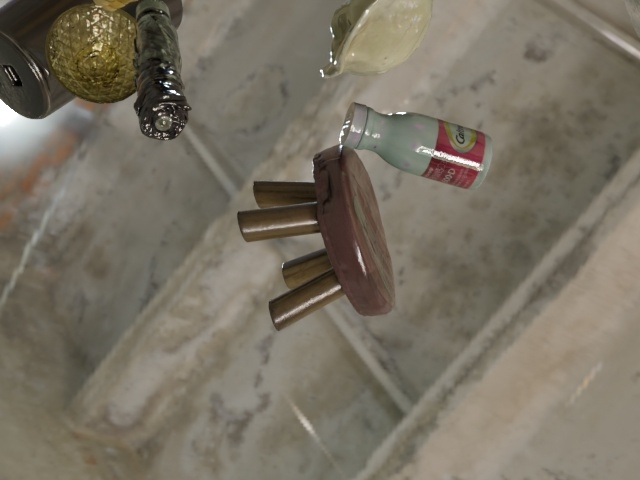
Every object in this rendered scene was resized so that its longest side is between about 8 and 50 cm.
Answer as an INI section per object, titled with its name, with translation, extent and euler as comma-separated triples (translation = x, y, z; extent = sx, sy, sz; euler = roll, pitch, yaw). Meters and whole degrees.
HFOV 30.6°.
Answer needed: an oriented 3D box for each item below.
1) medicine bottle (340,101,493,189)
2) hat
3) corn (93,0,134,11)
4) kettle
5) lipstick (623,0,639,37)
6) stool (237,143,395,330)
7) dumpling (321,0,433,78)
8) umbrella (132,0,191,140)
[medicine bottle]
translation = 0.141, -0.143, 1.728
extent = 0.090, 0.217, 0.090
euler = -165, -90, -78
[hat]
translation = -0.309, -0.248, 1.615
extent = 0.067, 0.146, 0.146
euler = 145, -46, -67
[corn]
translation = -0.116, -0.359, 1.087
extent = 0.347, 0.130, 0.130
euler = -41, -133, 25
[kettle]
translation = -0.426, -0.364, 1.928
extent = 0.262, 0.203, 0.308
euler = 32, -123, 23
[lipstick]
translation = 0.215, -0.127, 0.618
extent = 0.077, 0.079, 0.253
euler = -16, -165, 11
[stool]
translation = 0.000, 0.000, 1.788
extent = 0.179, 0.272, 0.272
euler = -15, -121, 11
[dumpling]
translation = 0.082, -0.322, 1.759
extent = 0.131, 0.179, 0.252
euler = 52, -40, 1
[umbrella]
translation = -0.139, -0.146, 0.997
extent = 0.188, 0.046, 0.050
euler = -107, -171, -50
